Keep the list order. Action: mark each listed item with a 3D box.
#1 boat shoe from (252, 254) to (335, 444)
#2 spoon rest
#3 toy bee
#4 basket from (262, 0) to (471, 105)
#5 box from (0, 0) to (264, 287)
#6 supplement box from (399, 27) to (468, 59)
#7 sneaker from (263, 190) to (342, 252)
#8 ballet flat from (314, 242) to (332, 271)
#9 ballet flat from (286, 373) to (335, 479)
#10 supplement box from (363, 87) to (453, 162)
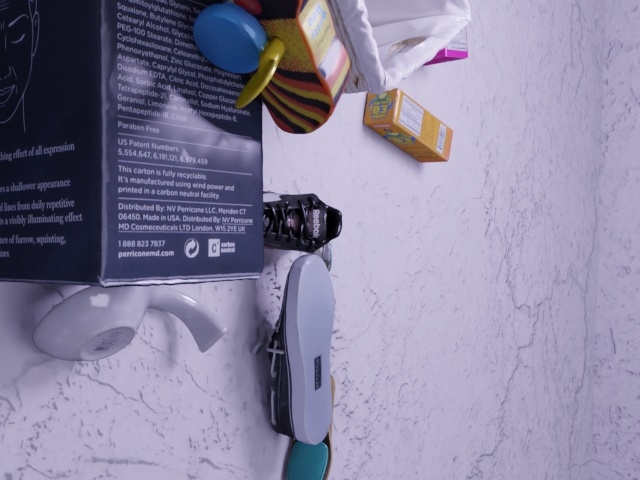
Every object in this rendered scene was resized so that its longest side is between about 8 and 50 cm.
[{"bbox_3d":[-0.043,0.171,1.160,0.113,0.105,0.306,-23,114,-54],"label":"boat shoe"},{"bbox_3d":[-0.238,0.099,0.915,0.276,0.137,0.084,15,36,-58],"label":"spoon rest"},{"bbox_3d":[-0.043,-0.208,0.641,0.298,0.162,0.195,24,72,-50],"label":"toy bee"},{"bbox_3d":[0.025,-0.423,1.123,0.328,0.266,0.331,-46,125,-42],"label":"basket"},{"bbox_3d":[-0.236,-0.154,0.761,0.212,0.294,0.395,-1,91,-53],"label":"box"},{"bbox_3d":[0.230,-0.485,1.513,0.114,0.111,0.220,-13,101,-52],"label":"supplement box"},{"bbox_3d":[-0.068,-0.031,1.105,0.276,0.135,0.097,3,89,-51],"label":"sneaker"},{"bbox_3d":[0.000,0.000,1.277,0.041,0.041,0.114,10,81,-52],"label":"ballet flat"},{"bbox_3d":[-0.005,0.334,1.231,0.073,0.080,0.232,26,70,-65],"label":"ballet flat"},{"bbox_3d":[0.184,-0.232,1.479,0.233,0.078,0.080,25,73,-49],"label":"supplement box"}]
